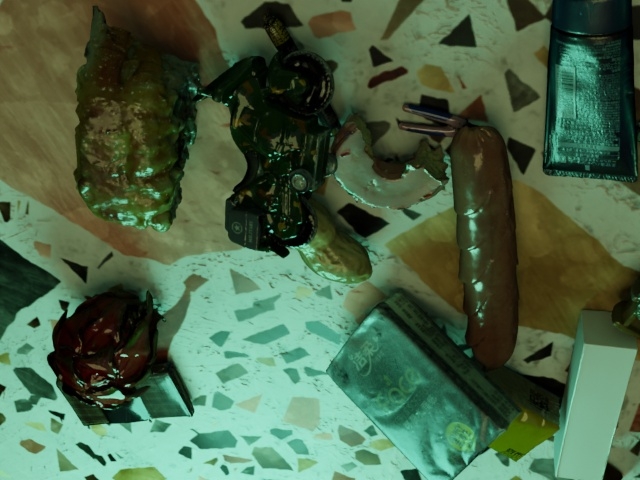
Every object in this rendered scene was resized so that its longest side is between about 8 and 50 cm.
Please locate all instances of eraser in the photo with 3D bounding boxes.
[{"bbox_3d":[0.416,0.244,1.396,0.076,0.078,0.298,5,128,9],"label":"eraser"}]

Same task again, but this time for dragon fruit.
[{"bbox_3d":[-0.342,0.171,1.455,0.182,0.189,0.182,10,163,3],"label":"dragon fruit"}]

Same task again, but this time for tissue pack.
[{"bbox_3d":[0.279,0.266,1.442,0.169,0.082,0.120,30,129,-12],"label":"tissue pack"},{"bbox_3d":[0.150,0.226,1.376,0.257,0.081,0.185,45,128,14],"label":"tissue pack"}]

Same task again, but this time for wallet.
[{"bbox_3d":[-0.345,0.274,1.612,0.230,0.042,0.124,-10,122,17],"label":"wallet"}]

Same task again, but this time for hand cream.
[{"bbox_3d":[0.325,-0.180,1.099,0.120,0.061,0.271,6,132,22],"label":"hand cream"}]

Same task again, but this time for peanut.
[{"bbox_3d":[0.000,0.000,1.299,0.082,0.082,0.187,-31,116,31],"label":"peanut"}]

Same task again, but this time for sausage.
[{"bbox_3d":[0.231,0.023,1.261,0.087,0.088,0.433,-1,128,13],"label":"sausage"},{"bbox_3d":[-0.021,-0.207,1.172,0.025,0.028,0.198,-1,131,44],"label":"sausage"}]

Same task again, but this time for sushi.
[{"bbox_3d":[-0.235,-0.149,1.171,0.139,0.184,0.274,9,125,-1],"label":"sushi"}]

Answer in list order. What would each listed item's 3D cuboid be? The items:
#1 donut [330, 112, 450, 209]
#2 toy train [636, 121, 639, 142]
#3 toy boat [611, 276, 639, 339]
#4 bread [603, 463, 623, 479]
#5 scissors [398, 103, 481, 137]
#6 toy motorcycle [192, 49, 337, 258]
[{"bbox_3d":[0.080,-0.096,1.208,0.166,0.065,0.117,29,130,-16],"label":"donut"},{"bbox_3d":[0.429,-0.147,1.122,0.045,0.029,0.092,33,126,-23],"label":"toy train"},{"bbox_3d":[0.557,0.156,1.273,0.321,0.121,0.089,26,123,-8],"label":"toy boat"},{"bbox_3d":[0.462,0.396,1.519,0.109,0.062,0.043,34,126,-18],"label":"bread"},{"bbox_3d":[0.160,-0.152,1.186,0.113,0.012,0.039,10,129,4],"label":"scissors"},{"bbox_3d":[-0.076,-0.115,1.161,0.187,0.125,0.275,16,116,22],"label":"toy motorcycle"}]
